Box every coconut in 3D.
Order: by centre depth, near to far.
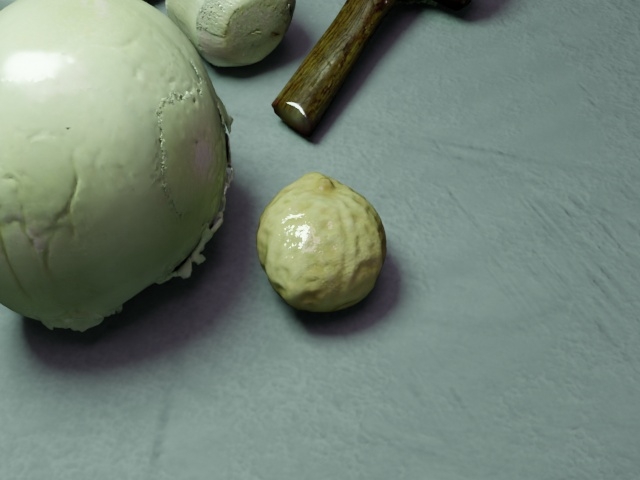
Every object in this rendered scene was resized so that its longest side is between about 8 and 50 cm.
[{"bbox_3d":[-0.126,-0.331,1.221,0.170,0.171,0.183,-24,57,-19],"label":"coconut"}]

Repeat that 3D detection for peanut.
[{"bbox_3d":[0.000,0.000,0.981,0.140,0.109,0.159,5,56,-34],"label":"peanut"}]

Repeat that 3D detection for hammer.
[{"bbox_3d":[0.048,-0.299,1.241,0.242,0.095,0.409,25,64,12],"label":"hammer"}]

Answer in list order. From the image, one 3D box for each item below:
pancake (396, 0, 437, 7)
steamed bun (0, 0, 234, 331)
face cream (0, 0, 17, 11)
[{"bbox_3d":[0.119,-0.387,1.359,0.129,0.023,0.116,-1,51,-7],"label":"pancake"},{"bbox_3d":[-0.219,-0.093,0.932,0.232,0.312,0.334,5,58,7],"label":"steamed bun"},{"bbox_3d":[-0.359,-0.278,1.142,0.336,0.163,0.080,23,56,4],"label":"face cream"}]
